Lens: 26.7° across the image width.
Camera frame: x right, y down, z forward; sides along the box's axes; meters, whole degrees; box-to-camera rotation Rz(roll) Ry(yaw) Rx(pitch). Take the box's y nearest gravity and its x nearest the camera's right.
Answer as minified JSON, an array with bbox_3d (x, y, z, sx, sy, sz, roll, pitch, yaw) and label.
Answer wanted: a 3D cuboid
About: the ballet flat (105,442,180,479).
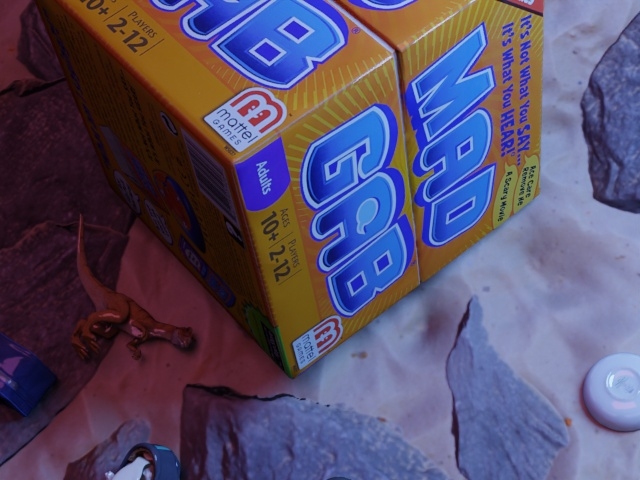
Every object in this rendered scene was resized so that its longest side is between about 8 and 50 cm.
[{"bbox_3d":[-0.217,0.291,1.372,0.074,0.074,0.203,25,70,25],"label":"ballet flat"}]

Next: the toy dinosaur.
[{"bbox_3d":[-0.234,0.077,1.513,0.211,0.064,0.112,36,56,19],"label":"toy dinosaur"}]

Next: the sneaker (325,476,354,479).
[{"bbox_3d":[0.009,0.317,1.272,0.083,0.118,0.222,-3,61,12],"label":"sneaker"}]

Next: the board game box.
[{"bbox_3d":[-0.023,-0.159,1.379,0.356,0.357,0.356,-36,57,-17],"label":"board game box"}]

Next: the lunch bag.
[{"bbox_3d":[-0.338,0.148,1.465,0.067,0.098,0.065,29,74,21],"label":"lunch bag"}]

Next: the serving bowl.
[{"bbox_3d":[0.303,0.147,1.349,0.083,0.027,0.083,-6,61,10],"label":"serving bowl"}]
